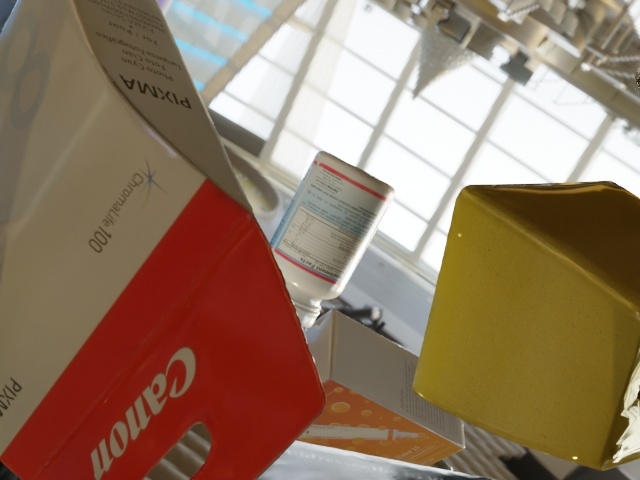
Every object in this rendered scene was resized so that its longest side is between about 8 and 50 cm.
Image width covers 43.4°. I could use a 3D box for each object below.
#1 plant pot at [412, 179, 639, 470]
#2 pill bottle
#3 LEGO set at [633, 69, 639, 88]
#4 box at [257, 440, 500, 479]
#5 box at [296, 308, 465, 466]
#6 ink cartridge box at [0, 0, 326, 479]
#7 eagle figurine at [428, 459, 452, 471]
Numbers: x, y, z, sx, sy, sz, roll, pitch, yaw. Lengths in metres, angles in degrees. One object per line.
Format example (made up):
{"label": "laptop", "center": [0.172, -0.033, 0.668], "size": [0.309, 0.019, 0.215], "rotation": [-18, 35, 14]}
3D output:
{"label": "plant pot", "center": [0.239, 0.078, 0.709], "size": [0.212, 0.212, 0.187], "rotation": [-4, -155, -33]}
{"label": "pill bottle", "center": [0.000, 0.000, 0.784], "size": [0.087, 0.160, 0.087], "rotation": [28, -173, -4]}
{"label": "LEGO set", "center": [0.522, -0.245, 1.275], "size": [0.083, 0.023, 0.054], "rotation": [26, -143, -15]}
{"label": "box", "center": [0.166, 0.328, 0.382], "size": [0.480, 0.297, 0.472], "rotation": [14, -178, -10]}
{"label": "box", "center": [0.085, 0.317, 1.587], "size": [0.345, 0.215, 0.168], "rotation": [31, -141, -25]}
{"label": "ink cartridge box", "center": [-0.179, 0.034, 0.540], "size": [0.091, 0.308, 0.384], "rotation": [15, -143, -41]}
{"label": "eagle figurine", "center": [0.217, 0.588, 1.794], "size": [0.226, 0.225, 0.298], "rotation": [37, 167, 40]}
